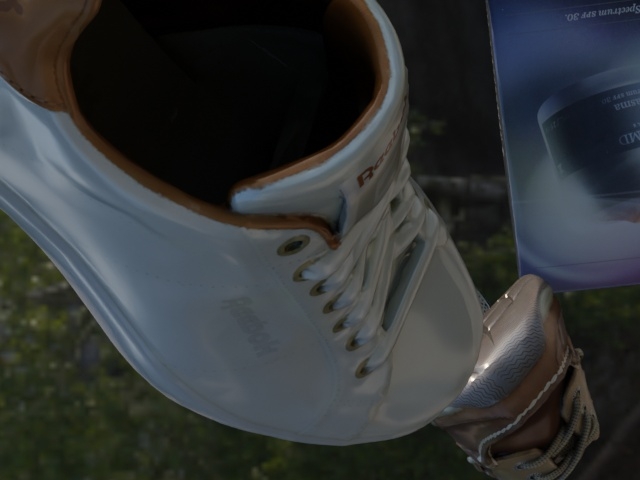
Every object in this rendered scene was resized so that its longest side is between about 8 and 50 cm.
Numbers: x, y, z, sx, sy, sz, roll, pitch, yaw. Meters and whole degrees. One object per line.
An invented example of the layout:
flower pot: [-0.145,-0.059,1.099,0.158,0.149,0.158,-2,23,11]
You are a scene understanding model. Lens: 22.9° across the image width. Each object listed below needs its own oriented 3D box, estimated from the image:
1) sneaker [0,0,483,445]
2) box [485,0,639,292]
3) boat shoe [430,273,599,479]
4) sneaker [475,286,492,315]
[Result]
sneaker: [-0.010,-0.006,0.458,0.123,0.290,0.106,8,70,39]
box: [0.313,-0.123,1.445,0.183,0.296,0.294,-70,-28,-70]
boat shoe: [0.136,0.105,1.053,0.123,0.116,0.324,-46,-6,-1]
sneaker: [0.000,0.000,1.235,0.146,0.343,0.134,-37,25,54]
